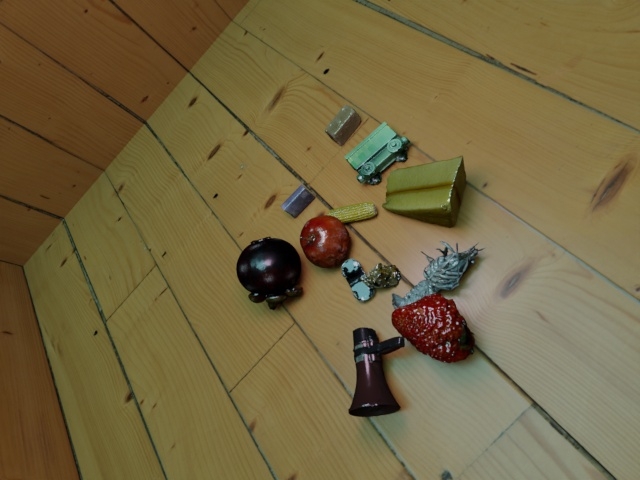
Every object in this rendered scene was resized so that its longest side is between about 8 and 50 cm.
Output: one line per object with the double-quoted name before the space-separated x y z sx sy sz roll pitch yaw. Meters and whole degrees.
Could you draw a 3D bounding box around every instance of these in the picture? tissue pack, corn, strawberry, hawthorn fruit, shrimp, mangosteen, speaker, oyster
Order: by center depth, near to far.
"strawberry" 0.412 0.325 1.520 0.257 0.261 0.261 -24 60 4
"speaker" 0.200 0.487 1.598 0.198 0.259 0.330 2 62 -10
"shrimp" 0.455 0.139 1.643 0.410 0.166 0.221 -50 35 19
"oyster" 0.255 0.150 1.772 0.177 0.056 0.106 -3 66 -4
"hawthorn fruit" 0.000 0.000 1.868 0.241 0.271 0.242 -8 75 33
"mangosteen" -0.233 0.158 1.946 0.306 0.307 0.347 -12 95 25
"corn" 0.143 -0.127 1.955 0.248 0.081 0.081 -10 67 26
"tissue pack" -0.113 -0.195 2.104 0.156 0.112 0.051 -46 55 6

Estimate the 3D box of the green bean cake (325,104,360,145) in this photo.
"green bean cake" 0.118 -0.589 2.133 0.179 0.109 0.085 -49 56 3

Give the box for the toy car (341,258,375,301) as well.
"toy car" 0.165 0.173 1.838 0.095 0.056 0.205 -35 60 11

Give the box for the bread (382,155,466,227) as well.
"bread" 0.407 -0.219 1.756 0.361 0.245 0.233 13 78 28

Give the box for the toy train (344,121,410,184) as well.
"toy train" 0.271 -0.406 1.971 0.301 0.120 0.202 -40 55 9
